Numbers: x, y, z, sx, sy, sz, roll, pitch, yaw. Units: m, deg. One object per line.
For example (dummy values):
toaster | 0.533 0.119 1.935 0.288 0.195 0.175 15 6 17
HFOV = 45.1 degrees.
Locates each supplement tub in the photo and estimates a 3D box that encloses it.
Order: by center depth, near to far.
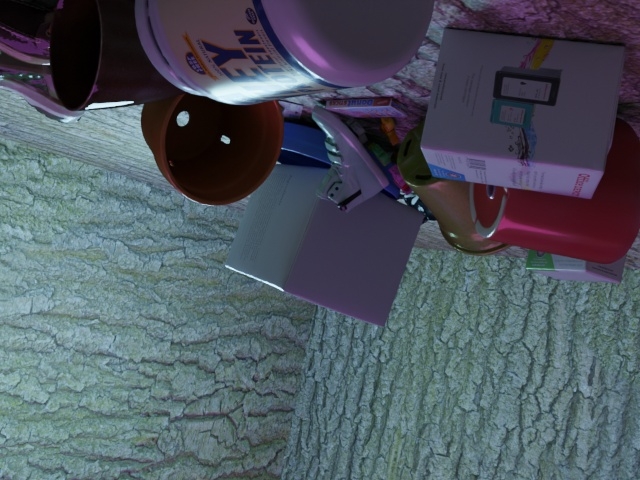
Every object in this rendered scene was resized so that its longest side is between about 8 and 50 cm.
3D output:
supplement tub | -0.055 -0.284 0.903 0.235 0.235 0.325 16 173 -39

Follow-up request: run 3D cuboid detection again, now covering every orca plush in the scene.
orca plush | 0.317 -0.101 2.492 0.151 0.102 0.287 38 172 -38

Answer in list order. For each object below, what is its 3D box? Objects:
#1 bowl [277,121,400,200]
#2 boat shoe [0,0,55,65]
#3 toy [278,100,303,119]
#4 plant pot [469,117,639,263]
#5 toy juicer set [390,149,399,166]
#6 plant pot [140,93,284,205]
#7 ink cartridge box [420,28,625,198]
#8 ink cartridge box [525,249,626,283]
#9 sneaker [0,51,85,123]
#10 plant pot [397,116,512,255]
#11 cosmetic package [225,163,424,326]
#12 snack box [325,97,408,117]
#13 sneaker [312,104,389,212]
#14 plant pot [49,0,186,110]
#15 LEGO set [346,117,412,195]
bowl | 0.031 -0.207 2.016 0.391 0.077 0.391 21 177 1
boat shoe | -0.470 -0.389 1.434 0.342 0.123 0.123 20 141 -28
toy | -0.166 -0.304 1.832 0.237 0.056 0.137 12 176 -4
plant pot | 0.422 -0.095 1.425 0.243 0.274 0.275 2 176 -9
toy juicer set | 0.312 -0.164 2.091 0.209 0.089 0.329 6 173 40
plant pot | -0.254 -0.242 1.655 0.291 0.290 0.203 17 -172 -43
ink cartridge box | 0.319 -0.195 1.225 0.270 0.197 0.198 10 174 15
ink cartridge box | 0.594 -0.050 1.742 0.115 0.272 0.198 17 172 -24
sneaker | -0.620 -0.401 1.622 0.182 0.158 0.410 -28 152 27
plant pot | 0.306 -0.141 1.651 0.276 0.276 0.254 5 160 46
cosmetic package | 0.000 0.000 2.093 0.329 0.327 0.394 23 176 -29
snack box | 0.098 -0.285 1.661 0.178 0.022 0.064 7 171 41
sneaker | 0.029 -0.177 1.764 0.256 0.151 0.094 49 -178 -21
plant pot | -0.318 -0.325 1.339 0.230 0.215 0.215 -3 -175 -40
LEGO set | 0.151 -0.223 1.730 0.227 0.087 0.093 50 176 24
